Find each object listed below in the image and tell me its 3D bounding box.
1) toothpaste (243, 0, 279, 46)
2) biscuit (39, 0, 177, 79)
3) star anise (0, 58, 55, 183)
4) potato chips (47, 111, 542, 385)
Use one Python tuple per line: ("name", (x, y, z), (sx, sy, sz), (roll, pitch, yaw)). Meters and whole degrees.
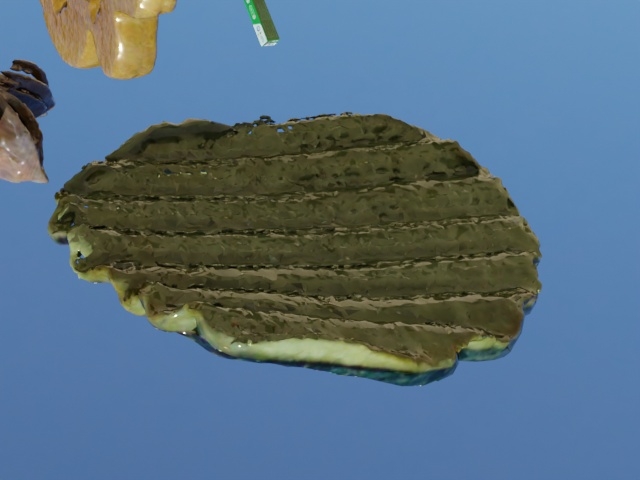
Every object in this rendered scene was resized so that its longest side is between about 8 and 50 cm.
("toothpaste", (-0.076, -0.279, 2.429), (0.020, 0.017, 0.083), (-10, -107, -39))
("biscuit", (-0.130, -0.180, 1.154), (0.035, 0.184, 0.249), (-10, 177, -21))
("star anise", (-0.327, -0.136, 1.720), (0.236, 0.093, 0.229), (31, -136, -13))
("potato chips", (0.000, 0.000, 1.597), (0.429, 0.070, 0.358), (-2, -145, -28))
